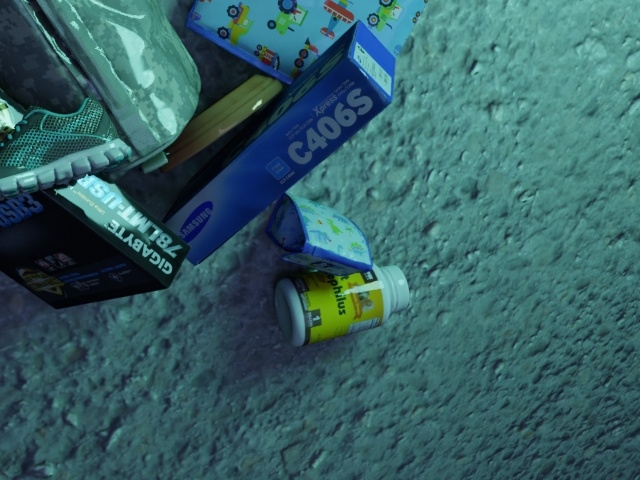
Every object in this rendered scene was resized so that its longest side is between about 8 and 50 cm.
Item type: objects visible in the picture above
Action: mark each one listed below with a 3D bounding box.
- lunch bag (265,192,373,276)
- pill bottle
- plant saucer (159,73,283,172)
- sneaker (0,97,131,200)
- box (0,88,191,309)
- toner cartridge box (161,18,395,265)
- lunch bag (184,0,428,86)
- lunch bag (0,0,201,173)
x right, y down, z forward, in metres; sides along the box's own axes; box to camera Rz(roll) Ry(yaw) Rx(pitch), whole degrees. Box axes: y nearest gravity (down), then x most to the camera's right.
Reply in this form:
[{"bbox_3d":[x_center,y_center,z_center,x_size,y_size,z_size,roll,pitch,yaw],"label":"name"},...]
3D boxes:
[{"bbox_3d":[0.000,0.000,0.974,0.129,0.151,0.096,17,103,-29],"label":"lunch bag"},{"bbox_3d":[0.038,0.102,1.053,0.215,0.117,0.117,-11,115,-20],"label":"pill bottle"},{"bbox_3d":[-0.140,-0.162,0.822,0.200,0.200,0.037,-37,106,-6],"label":"plant saucer"},{"bbox_3d":[-0.268,-0.086,0.576,0.166,0.065,0.076,-23,96,-31],"label":"sneaker"},{"bbox_3d":[-0.353,-0.034,0.735,0.293,0.295,0.073,45,52,-33],"label":"box"},{"bbox_3d":[-0.059,-0.123,0.801,0.348,0.165,0.075,-37,110,27],"label":"toner cartridge box"},{"bbox_3d":[-0.029,-0.332,0.850,0.293,0.138,0.221,26,102,-21],"label":"lunch bag"},{"bbox_3d":[-0.275,-0.237,0.692,0.212,0.256,0.305,-32,120,-9],"label":"lunch bag"}]
